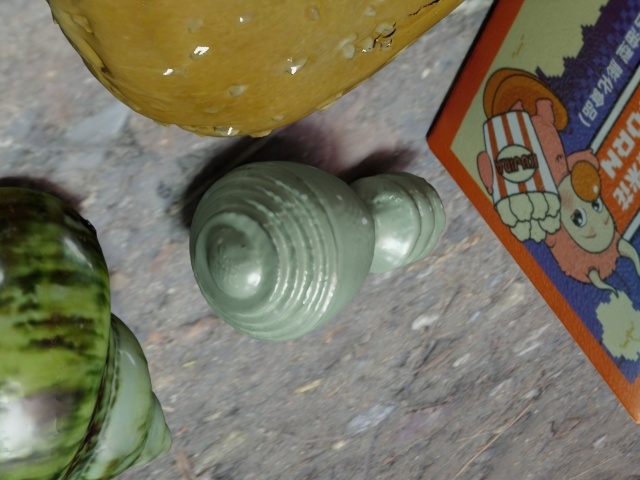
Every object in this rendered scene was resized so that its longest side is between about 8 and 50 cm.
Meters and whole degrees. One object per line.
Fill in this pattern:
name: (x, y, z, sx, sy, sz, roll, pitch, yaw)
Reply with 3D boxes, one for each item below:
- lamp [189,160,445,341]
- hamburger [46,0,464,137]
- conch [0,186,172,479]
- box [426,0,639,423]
lamp: (0.000, 0.000, 1.025, 0.193, 0.106, 0.106, -12, 147, -54)
hamburger: (0.009, -0.167, 0.700, 0.283, 0.144, 0.259, -38, 152, -6)
conch: (-0.158, 0.072, 0.927, 0.187, 0.124, 0.181, -54, 152, 19)
box: (0.302, -0.112, 1.005, 0.318, 0.257, 0.349, -17, 149, -35)
